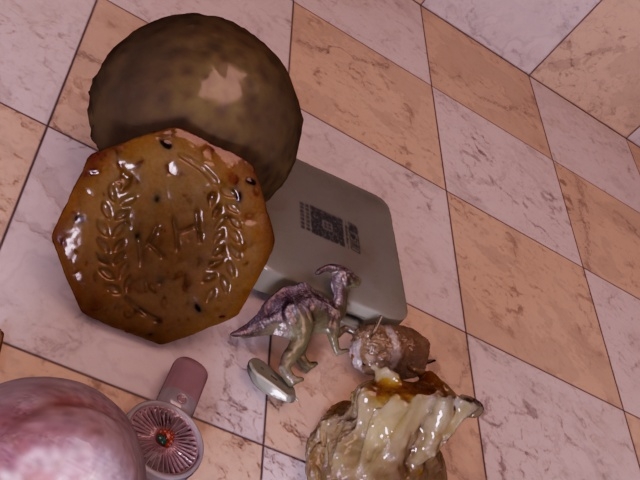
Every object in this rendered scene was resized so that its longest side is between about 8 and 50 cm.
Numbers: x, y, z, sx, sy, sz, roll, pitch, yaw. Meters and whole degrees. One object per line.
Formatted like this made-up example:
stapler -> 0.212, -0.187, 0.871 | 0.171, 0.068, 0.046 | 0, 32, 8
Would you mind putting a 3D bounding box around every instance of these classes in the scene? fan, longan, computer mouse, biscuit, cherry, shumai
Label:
fan -> -0.228, 0.267, 1.395 | 0.130, 0.074, 0.244 | 33, 35, -12
longan -> -0.224, -0.216, 1.672 | 0.391, 0.391, 0.391 | 26, 38, -22
computer mouse -> -0.086, 0.248, 1.588 | 0.110, 0.032, 0.056 | 39, 18, -3
biscuit -> -0.245, -0.004, 1.478 | 0.359, 0.359, 0.046 | 27, 1, -21
cherry -> -0.328, 0.304, 1.061 | 0.291, 0.335, 0.326 | 26, 11, 3
shumai -> 0.138, 0.344, 1.513 | 0.267, 0.262, 0.314 | 41, 36, -1

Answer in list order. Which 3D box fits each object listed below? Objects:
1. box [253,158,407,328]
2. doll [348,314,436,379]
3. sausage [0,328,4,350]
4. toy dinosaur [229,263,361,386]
box -> 0.000, 0.000, 1.896 | 0.373, 0.090, 0.367 | 24, 40, -26
doll -> 0.153, 0.221, 1.800 | 0.221, 0.115, 0.105 | 23, 29, -36
sausage -> -0.466, 0.165, 1.320 | 0.015, 0.015, 0.100 | 23, 39, -26
toy dinosaur -> -0.023, 0.151, 1.676 | 0.294, 0.077, 0.162 | -26, 90, -46
